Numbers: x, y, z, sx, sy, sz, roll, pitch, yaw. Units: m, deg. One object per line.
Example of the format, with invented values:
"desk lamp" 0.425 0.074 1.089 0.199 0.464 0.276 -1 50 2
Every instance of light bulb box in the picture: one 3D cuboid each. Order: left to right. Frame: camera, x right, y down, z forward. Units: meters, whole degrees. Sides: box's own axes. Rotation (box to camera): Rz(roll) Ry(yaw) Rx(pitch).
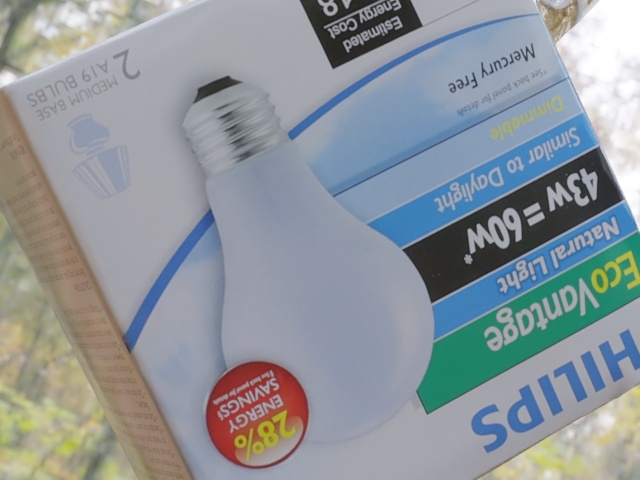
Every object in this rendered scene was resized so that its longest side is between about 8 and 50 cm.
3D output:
"light bulb box" 0.000 0.000 1.113 0.361 0.358 0.225 64 -16 -5

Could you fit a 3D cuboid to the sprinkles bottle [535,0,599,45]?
"sprinkles bottle" 0.221 -0.259 1.722 0.121 0.355 0.121 31 -32 22
